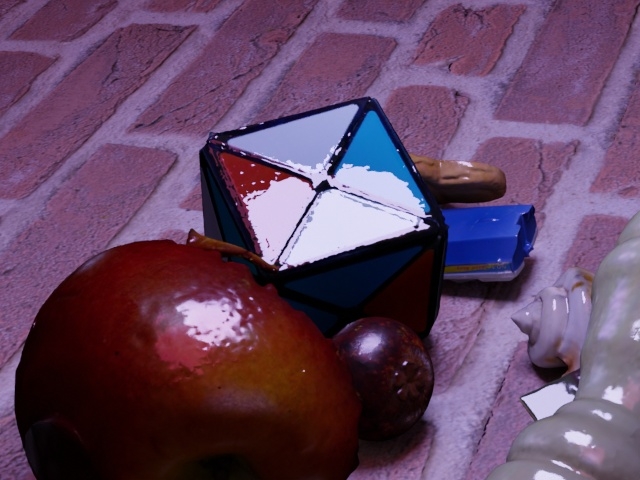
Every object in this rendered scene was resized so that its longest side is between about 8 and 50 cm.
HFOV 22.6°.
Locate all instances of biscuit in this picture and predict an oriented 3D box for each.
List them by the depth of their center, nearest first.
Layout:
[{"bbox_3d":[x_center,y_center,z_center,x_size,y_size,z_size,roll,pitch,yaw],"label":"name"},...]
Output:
[{"bbox_3d":[0.079,-0.085,2.291,0.375,0.051,0.269,3,-8,17],"label":"biscuit"}]

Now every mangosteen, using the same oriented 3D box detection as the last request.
[{"bbox_3d":[0.047,0.174,1.924,0.181,0.156,0.146,-20,47,35],"label":"mangosteen"}]

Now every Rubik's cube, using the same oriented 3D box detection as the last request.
[{"bbox_3d":[0.000,0.000,2.038,0.248,0.246,0.250,-17,55,-15],"label":"Rubik's cube"}]

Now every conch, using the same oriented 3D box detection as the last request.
[{"bbox_3d":[0.365,0.098,1.987,0.255,0.127,0.158,-6,30,0],"label":"conch"}]

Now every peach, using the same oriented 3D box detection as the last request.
[{"bbox_3d":[-0.166,0.182,1.736,0.310,0.335,0.406,-27,43,-33],"label":"peach"}]

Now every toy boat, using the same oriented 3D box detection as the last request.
[{"bbox_3d":[0.152,0.012,2.223,0.295,0.088,0.129,-3,29,26],"label":"toy boat"}]

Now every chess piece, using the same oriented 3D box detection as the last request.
[{"bbox_3d":[0.335,0.182,1.700,0.234,0.234,0.442,17,54,33],"label":"chess piece"}]

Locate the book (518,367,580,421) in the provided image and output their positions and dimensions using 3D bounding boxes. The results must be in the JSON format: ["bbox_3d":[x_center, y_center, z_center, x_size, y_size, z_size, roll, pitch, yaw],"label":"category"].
[{"bbox_3d":[0.400,0.194,1.840,0.289,0.026,0.201,-22,49,-14],"label":"book"}]
